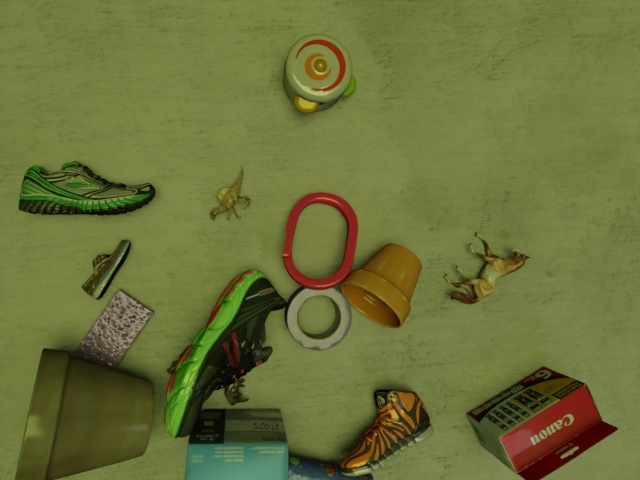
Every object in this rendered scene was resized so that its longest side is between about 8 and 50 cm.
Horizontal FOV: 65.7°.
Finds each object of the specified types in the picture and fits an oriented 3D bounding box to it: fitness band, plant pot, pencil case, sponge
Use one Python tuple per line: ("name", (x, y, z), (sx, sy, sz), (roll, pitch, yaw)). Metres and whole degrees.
("fitness band", (0.000, 0.000, 1.433), (0.209, 0.054, 0.290), (12, 70, -4))
("plant pot", (0.194, 0.118, 1.436), (0.205, 0.205, 0.188), (41, 68, -7))
("pencil case", (0.004, 0.708, 1.430), (0.306, 0.119, 0.133), (18, 99, -9))
("sponge", (-0.571, 0.254, 1.377), (0.117, 0.031, 0.210), (35, 84, -8))
("plant pot", (-0.584, 0.445, 1.259), (0.280, 0.323, 0.323), (10, 88, -25))

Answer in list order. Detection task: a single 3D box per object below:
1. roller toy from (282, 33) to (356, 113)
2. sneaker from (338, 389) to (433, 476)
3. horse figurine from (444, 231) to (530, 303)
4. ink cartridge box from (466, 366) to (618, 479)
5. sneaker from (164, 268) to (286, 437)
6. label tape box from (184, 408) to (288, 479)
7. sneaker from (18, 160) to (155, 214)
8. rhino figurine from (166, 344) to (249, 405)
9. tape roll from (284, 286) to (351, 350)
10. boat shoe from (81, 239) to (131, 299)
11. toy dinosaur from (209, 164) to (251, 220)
("roller toy", (-0.012, -0.477, 1.416), (0.209, 0.146, 0.191), (-30, 94, -8))
("sneaker", (0.170, 0.544, 1.459), (0.321, 0.124, 0.180), (-20, 87, -28))
("horse figurine", (0.504, 0.102, 1.545), (0.174, 0.066, 0.263), (38, 82, -2))
("ink cartridge box", (0.642, 0.531, 1.461), (0.309, 0.272, 0.130), (-28, 94, -9))
("sneaker", (-0.240, 0.303, 1.311), (0.202, 0.185, 0.482), (36, 66, -13))
("label tape box", (-0.212, 0.545, 1.277), (0.249, 0.348, 0.115), (4, 89, -10))
("sneaker", (-0.618, -0.141, 1.319), (0.344, 0.134, 0.146), (1, 89, -9))
("rhino figurine", (-0.302, 0.387, 1.402), (0.243, 0.073, 0.106), (36, 82, -10))
("tape roll", (-0.009, 0.220, 1.449), (0.189, 0.080, 0.189), (0, 90, -9))
("boat shoe", (-0.589, 0.070, 1.357), (0.066, 0.066, 0.183), (31, 85, -7))
("toy dinosaur", (-0.247, -0.125, 1.423), (0.093, 0.053, 0.183), (33, 85, -7))
